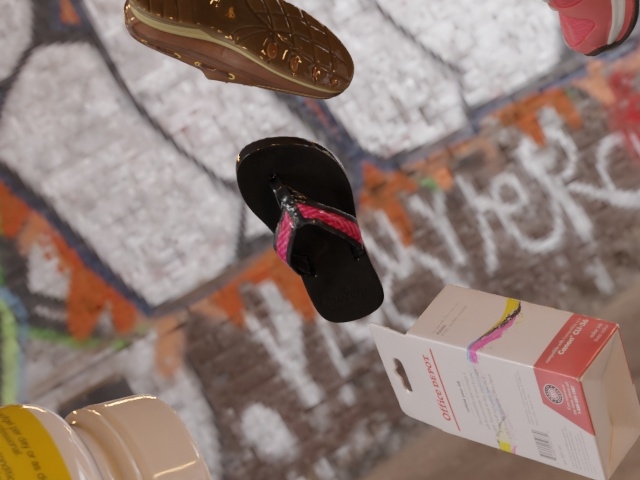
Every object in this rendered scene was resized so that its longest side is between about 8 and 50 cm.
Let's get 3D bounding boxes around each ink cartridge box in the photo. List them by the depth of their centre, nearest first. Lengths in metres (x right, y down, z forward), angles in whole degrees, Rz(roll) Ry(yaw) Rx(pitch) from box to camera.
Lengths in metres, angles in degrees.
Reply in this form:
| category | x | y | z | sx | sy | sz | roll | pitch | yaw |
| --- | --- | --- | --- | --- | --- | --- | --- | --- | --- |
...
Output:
| category | x | y | z | sx | sy | sz | roll | pitch | yaw |
| --- | --- | --- | --- | --- | --- | --- | --- | --- | --- |
| ink cartridge box | 0.143 | 0.104 | 1.196 | 0.198 | 0.115 | 0.067 | 13 | 48 | 38 |

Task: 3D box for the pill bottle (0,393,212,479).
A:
| category | x | y | z | sx | sy | sz | roll | pitch | yaw |
| --- | --- | --- | --- | --- | --- | --- | --- | --- | --- |
| pill bottle | -0.153 | 0.134 | 0.623 | 0.208 | 0.119 | 0.119 | -13 | -6 | -31 |

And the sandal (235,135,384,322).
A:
| category | x | y | z | sx | sy | sz | roll | pitch | yaw |
| --- | --- | --- | --- | --- | --- | --- | --- | --- | --- |
| sandal | 0.000 | 0.000 | 1.015 | 0.067 | 0.179 | 0.040 | -20 | 41 | 10 |

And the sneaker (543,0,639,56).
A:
| category | x | y | z | sx | sy | sz | roll | pitch | yaw |
| --- | --- | --- | --- | --- | --- | --- | --- | --- | --- |
| sneaker | 0.195 | -0.262 | 1.296 | 0.136 | 0.116 | 0.314 | -10 | -27 | 4 |

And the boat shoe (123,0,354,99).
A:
| category | x | y | z | sx | sy | sz | roll | pitch | yaw |
| --- | --- | --- | --- | --- | --- | --- | --- | --- | --- |
| boat shoe | -0.062 | -0.148 | 1.139 | 0.060 | 0.178 | 0.064 | 123 | 164 | -57 |
